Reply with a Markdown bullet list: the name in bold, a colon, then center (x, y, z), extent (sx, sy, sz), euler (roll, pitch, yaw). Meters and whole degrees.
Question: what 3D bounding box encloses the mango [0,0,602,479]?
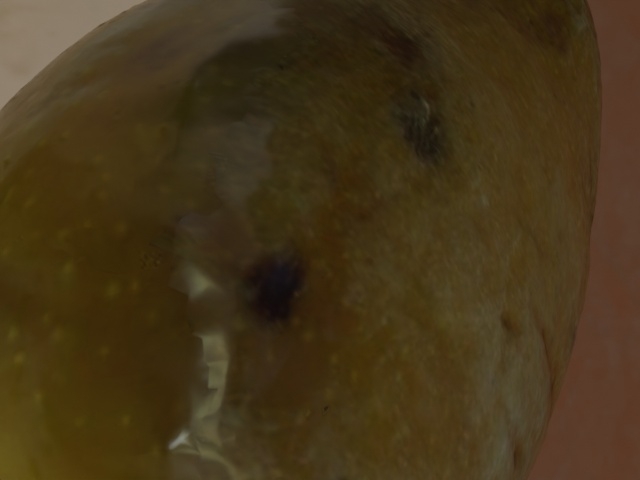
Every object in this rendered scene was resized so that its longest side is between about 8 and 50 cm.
- **mango**: center (-0.003, 0.007, 0.576), extent (0.176, 0.175, 0.329), euler (-67, -10, 28)
